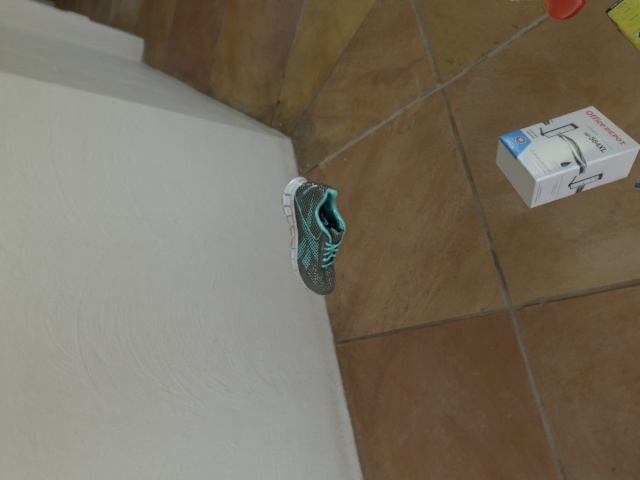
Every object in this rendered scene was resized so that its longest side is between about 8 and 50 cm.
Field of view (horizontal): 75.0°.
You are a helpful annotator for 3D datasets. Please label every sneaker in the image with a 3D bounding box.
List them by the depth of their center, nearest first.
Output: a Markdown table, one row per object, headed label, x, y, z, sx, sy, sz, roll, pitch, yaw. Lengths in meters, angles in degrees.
| label | x | y | z | sx | sy | sz | roll | pitch | yaw |
| --- | --- | --- | --- | --- | --- | --- | --- | --- | --- |
| sneaker | 0.000 | 0.000 | 0.545 | 0.076 | 0.065 | 0.167 | 6 | 117 | 44 |

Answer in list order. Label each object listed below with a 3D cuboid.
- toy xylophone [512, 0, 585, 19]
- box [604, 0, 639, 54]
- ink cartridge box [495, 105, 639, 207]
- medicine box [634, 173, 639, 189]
| label | x | y | z | sx | sy | sz | roll | pitch | yaw |
| --- | --- | --- | --- | --- | --- | --- | --- | --- | --- |
| toy xylophone | 0.314 | -0.392 | 0.397 | 0.322 | 0.081 | 0.236 | -25 | 80 | 60 |
| box | 0.689 | -0.420 | 0.870 | 0.058 | 0.087 | 0.232 | -38 | 43 | 38 |
| ink cartridge box | 0.487 | -0.171 | 0.842 | 0.203 | 0.086 | 0.148 | -19 | 50 | 3 |
| medicine box | 1.124 | -0.170 | 1.180 | 0.263 | 0.289 | 0.149 | 41 | 124 | 57 |
